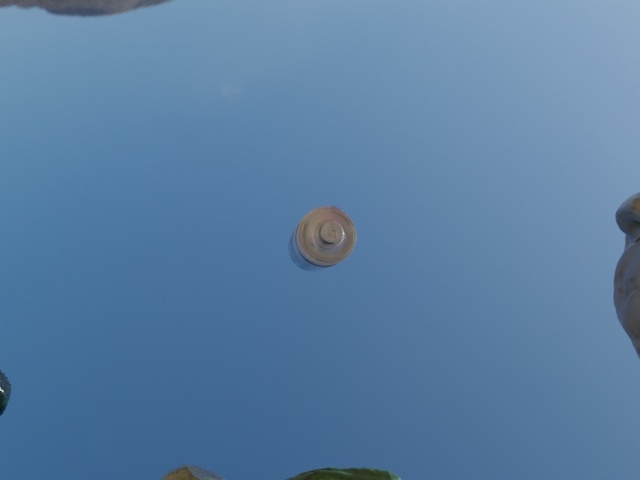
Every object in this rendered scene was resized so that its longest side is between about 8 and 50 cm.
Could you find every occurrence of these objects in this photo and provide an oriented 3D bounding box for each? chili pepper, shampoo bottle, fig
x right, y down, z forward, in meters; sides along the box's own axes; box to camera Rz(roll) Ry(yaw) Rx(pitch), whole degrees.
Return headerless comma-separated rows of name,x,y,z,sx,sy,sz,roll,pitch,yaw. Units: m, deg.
chili pepper,0.002,0.386,0.923,0.257,0.100,0.074,-8,176,-5
shampoo bottle,0.000,0.000,1.004,0.092,0.092,0.303,-28,178,-8
fig,-0.232,0.491,1.168,0.144,0.154,0.166,-26,172,-23

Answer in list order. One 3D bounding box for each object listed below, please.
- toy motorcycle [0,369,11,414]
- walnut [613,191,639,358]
toy motorcycle,-0.304,0.106,0.368,0.196,0.331,0.125,2,-138,-10
walnut,0.349,0.021,0.481,0.248,0.248,0.248,-14,-143,11
